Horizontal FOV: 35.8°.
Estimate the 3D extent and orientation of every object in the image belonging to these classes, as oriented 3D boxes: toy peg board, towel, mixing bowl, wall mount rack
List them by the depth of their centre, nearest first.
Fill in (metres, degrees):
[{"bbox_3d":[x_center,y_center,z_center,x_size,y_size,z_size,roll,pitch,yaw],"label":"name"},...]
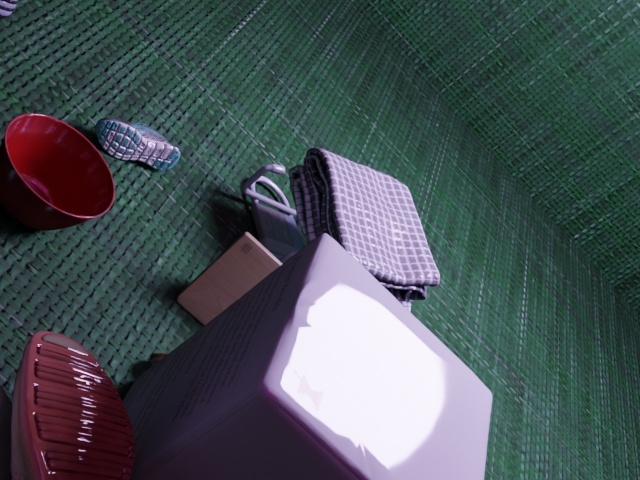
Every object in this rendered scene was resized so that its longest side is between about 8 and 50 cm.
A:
[{"bbox_3d":[-0.399,-0.082,1.429,0.181,0.098,0.181,35,33,-27],"label":"mixing bowl"},{"bbox_3d":[-0.118,0.081,1.607,0.161,0.161,0.079,43,14,-16],"label":"toy peg board"},{"bbox_3d":[0.079,-0.018,1.780,0.235,0.121,0.283,19,43,-40],"label":"towel"},{"bbox_3d":[0.000,0.000,1.888,0.304,0.130,0.350,21,42,-45],"label":"wall mount rack"}]

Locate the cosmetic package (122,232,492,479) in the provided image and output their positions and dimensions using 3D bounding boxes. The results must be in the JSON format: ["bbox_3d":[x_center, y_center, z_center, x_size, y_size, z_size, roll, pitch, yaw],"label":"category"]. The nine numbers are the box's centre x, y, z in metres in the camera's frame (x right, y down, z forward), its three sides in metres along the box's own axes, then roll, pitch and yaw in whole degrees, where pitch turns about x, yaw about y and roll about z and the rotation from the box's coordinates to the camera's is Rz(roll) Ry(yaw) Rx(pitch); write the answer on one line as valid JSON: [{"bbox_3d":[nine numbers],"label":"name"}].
[{"bbox_3d":[-0.049,0.275,1.219,0.327,0.394,0.329,45,30,-13],"label":"cosmetic package"}]

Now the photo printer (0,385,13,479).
[{"bbox_3d":[-0.418,0.215,0.974,0.256,0.107,0.307,53,22,-39],"label":"photo printer"}]

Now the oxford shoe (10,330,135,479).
[{"bbox_3d":[-0.279,0.269,1.022,0.140,0.146,0.397,28,30,-38],"label":"oxford shoe"}]

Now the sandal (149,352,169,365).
[{"bbox_3d":[-0.176,0.221,1.453,0.180,0.072,0.049,43,51,-25],"label":"sandal"}]

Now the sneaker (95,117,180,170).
[{"bbox_3d":[-0.323,-0.175,1.706,0.166,0.065,0.076,25,22,-45],"label":"sneaker"}]

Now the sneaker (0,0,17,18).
[{"bbox_3d":[-0.597,-0.419,1.575,0.098,0.083,0.224,44,16,32],"label":"sneaker"}]
